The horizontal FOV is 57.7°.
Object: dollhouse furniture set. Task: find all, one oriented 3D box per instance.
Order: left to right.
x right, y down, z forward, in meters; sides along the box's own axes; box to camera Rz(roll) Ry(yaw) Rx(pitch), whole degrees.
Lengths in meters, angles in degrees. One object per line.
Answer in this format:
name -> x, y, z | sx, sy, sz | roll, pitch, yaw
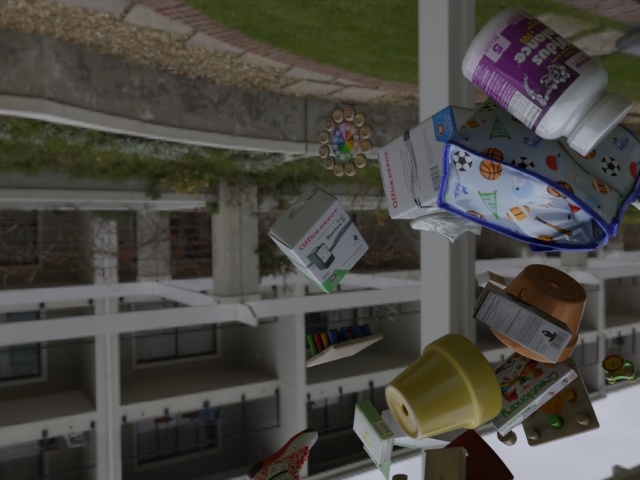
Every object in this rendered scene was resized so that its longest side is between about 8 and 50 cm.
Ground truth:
dollhouse furniture set -> 0.416, 0.850, 1.906 | 0.286, 0.303, 0.198 | -17, -143, 30

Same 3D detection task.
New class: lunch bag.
lunch bag -> 0.514, -0.157, 1.338 | 0.385, 0.239, 0.328 | 24, -128, 25

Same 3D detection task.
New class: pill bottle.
pill bottle -> 0.439, -0.306, 1.131 | 0.301, 0.169, 0.169 | 44, -163, 17

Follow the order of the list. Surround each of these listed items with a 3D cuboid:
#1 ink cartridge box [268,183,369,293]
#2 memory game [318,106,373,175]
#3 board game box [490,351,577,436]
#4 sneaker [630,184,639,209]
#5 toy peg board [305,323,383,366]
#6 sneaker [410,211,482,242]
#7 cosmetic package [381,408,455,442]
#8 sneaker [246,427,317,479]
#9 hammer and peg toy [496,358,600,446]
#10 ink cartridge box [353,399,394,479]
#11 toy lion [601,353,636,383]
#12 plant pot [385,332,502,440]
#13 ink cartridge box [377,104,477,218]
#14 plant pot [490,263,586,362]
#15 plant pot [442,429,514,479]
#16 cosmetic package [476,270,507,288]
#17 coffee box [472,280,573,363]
ink cartridge box -> 0.000, 0.000, 1.797 | 0.121, 0.211, 0.289 | 34, 169, 39
memory game -> 0.064, -0.260, 1.531 | 0.186, 0.186, 0.012 | 1, -178, 43
board game box -> 0.652, 0.472, 1.903 | 0.305, 0.053, 0.193 | -40, -149, 2
sneaker -> 1.178, -0.103, 1.986 | 0.127, 0.315, 0.182 | -45, 155, 24
toy peg board -> 0.051, 0.261, 1.545 | 0.161, 0.079, 0.160 | -8, 157, -34
sneaker -> 0.376, -0.038, 1.745 | 0.212, 0.094, 0.080 | -7, 178, 21
cosmetic package -> 0.432, 0.835, 2.622 | 0.196, 0.155, 0.365 | 16, 154, -14
sneaker -> -0.081, 0.707, 1.804 | 0.270, 0.090, 0.145 | -26, -134, -32
hammer and peg toy -> 0.782, 0.595, 2.099 | 0.361, 0.266, 0.127 | -28, 140, 28
ink cartridge box -> 0.172, 0.672, 1.925 | 0.056, 0.235, 0.171 | -11, -147, -25
toy lion -> 0.947, 0.403, 1.847 | 0.100, 0.096, 0.034 | -17, 128, 42
plant pot -> 0.318, 0.414, 1.581 | 0.239, 0.254, 0.254 | -22, -171, -20
ink cartridge box -> 0.405, -0.264, 2.081 | 0.166, 0.286, 0.395 | -1, 167, -34
plant pot -> 0.699, 0.213, 1.839 | 0.290, 0.204, 0.291 | 12, -148, -8
plant pot -> 0.571, 0.931, 2.213 | 0.235, 0.267, 0.267 | 30, -152, 37
cosmetic package -> 0.656, 0.157, 2.223 | 0.115, 0.041, 0.060 | 19, 143, -35
coffee box -> 0.557, 0.223, 1.623 | 0.246, 0.098, 0.141 | 30, -169, 12
